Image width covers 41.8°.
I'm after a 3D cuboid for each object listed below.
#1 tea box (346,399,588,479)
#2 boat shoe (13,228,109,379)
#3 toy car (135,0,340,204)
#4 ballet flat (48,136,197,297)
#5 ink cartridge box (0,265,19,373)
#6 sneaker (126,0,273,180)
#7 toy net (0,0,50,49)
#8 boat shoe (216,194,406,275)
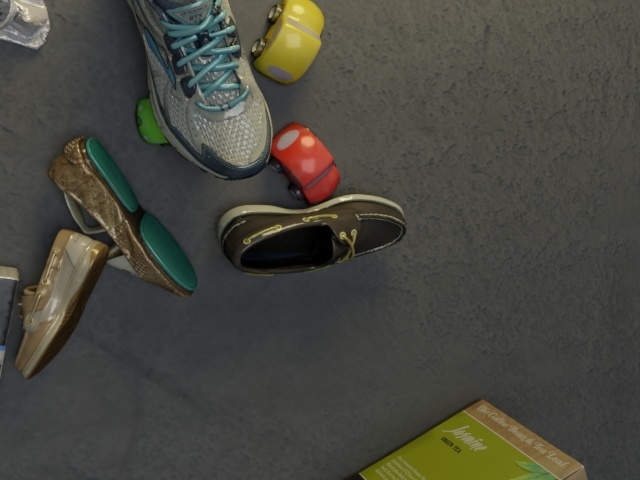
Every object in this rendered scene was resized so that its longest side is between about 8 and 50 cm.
[{"bbox_3d":[0.182,0.443,1.055,0.324,0.220,0.328,-26,110,-15],"label":"tea box"},{"bbox_3d":[-0.279,0.063,0.868,0.059,0.063,0.170,31,102,2],"label":"boat shoe"},{"bbox_3d":[-0.083,-0.139,0.908,0.225,0.053,0.238,-11,105,-21],"label":"toy car"},{"bbox_3d":[-0.210,-0.014,0.884,0.067,0.073,0.206,-28,110,14],"label":"ballet flat"},{"bbox_3d":[-0.422,0.115,0.824,0.208,0.045,0.206,10,97,-23],"label":"ink cartridge box"},{"bbox_3d":[-0.127,-0.191,0.802,0.110,0.122,0.282,-24,91,-11],"label":"sneaker"},{"bbox_3d":[-0.354,-0.258,0.771,0.122,0.045,0.232,-47,115,-8],"label":"toy net"},{"bbox_3d":[0.000,0.000,0.954,0.228,0.068,0.081,-6,127,-20],"label":"boat shoe"}]
